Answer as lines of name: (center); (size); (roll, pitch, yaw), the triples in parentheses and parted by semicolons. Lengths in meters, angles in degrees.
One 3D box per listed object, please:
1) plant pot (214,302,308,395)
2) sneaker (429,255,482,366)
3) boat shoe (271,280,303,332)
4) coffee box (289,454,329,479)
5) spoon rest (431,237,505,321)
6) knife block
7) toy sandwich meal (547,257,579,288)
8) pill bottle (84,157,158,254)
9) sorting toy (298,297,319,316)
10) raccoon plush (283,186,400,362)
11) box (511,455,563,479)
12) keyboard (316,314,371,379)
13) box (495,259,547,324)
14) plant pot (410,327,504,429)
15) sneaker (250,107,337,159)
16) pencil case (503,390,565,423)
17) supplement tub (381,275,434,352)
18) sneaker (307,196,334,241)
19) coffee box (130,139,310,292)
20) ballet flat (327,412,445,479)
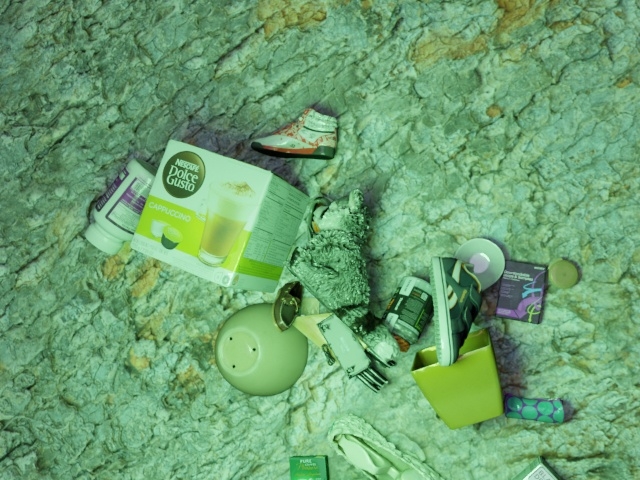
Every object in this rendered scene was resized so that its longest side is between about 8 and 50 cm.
plant pot: (-0.199, 0.321, 1.818); (0.284, 0.191, 0.284); (-3, 81, 17)
sneaker: (0.348, 0.169, 1.567); (0.128, 0.126, 0.321); (2, 50, 4)
boat shoe: (-0.092, 0.184, 1.806); (0.073, 0.207, 0.073); (-26, 116, 18)
coffee box: (-0.027, 0.716, 1.788); (0.113, 0.040, 0.184); (-9, 80, 16)
spoon rest: (0.400, 0.121, 1.709); (0.137, 0.084, 0.276); (33, 94, 19)
knife block: (0.071, 0.322, 1.782); (0.276, 0.088, 0.242); (-8, 81, 14)
toy sandwich meal: (0.650, 0.090, 1.663); (0.086, 0.029, 0.085); (-1, 85, 11)
pill bottle: (-0.631, -0.107, 2.026); (0.169, 0.169, 0.301); (41, 96, 18)
sorting toy: (-0.043, 0.203, 1.877); (0.083, 0.012, 0.062); (0, 87, 14)
raccoon plush: (0.122, 0.077, 1.692); (0.446, 0.216, 0.299); (44, 83, 8)
box: (0.520, 0.717, 1.588); (0.290, 0.087, 0.169); (-44, 73, 8)
keyboard: (0.055, 0.298, 1.732); (0.108, 0.023, 0.180); (-32, 76, 3)
box: (0.546, 0.139, 1.688); (0.116, 0.029, 0.162); (8, 84, 19)
plant pot: (0.378, 0.369, 1.629); (0.212, 0.212, 0.187); (-23, 89, 14)
sneaker: (-0.077, -0.334, 1.922); (0.270, 0.090, 0.144); (6, 84, 15)
pencil case: (0.559, 0.438, 1.625); (0.152, 0.064, 0.070); (0, 99, 17)
supplement tub: (0.239, 0.204, 1.706); (0.117, 0.117, 0.190); (24, 70, 19)
sneaker: (0.000, 0.000, 1.842); (0.100, 0.108, 0.271); (-5, 82, 15)
coffee box: (-0.280, -0.062, 1.816); (0.338, 0.338, 0.334); (20, 89, 19)
ballet flat: (0.181, 0.632, 1.686); (0.409, 0.147, 0.147); (32, 93, 18)
